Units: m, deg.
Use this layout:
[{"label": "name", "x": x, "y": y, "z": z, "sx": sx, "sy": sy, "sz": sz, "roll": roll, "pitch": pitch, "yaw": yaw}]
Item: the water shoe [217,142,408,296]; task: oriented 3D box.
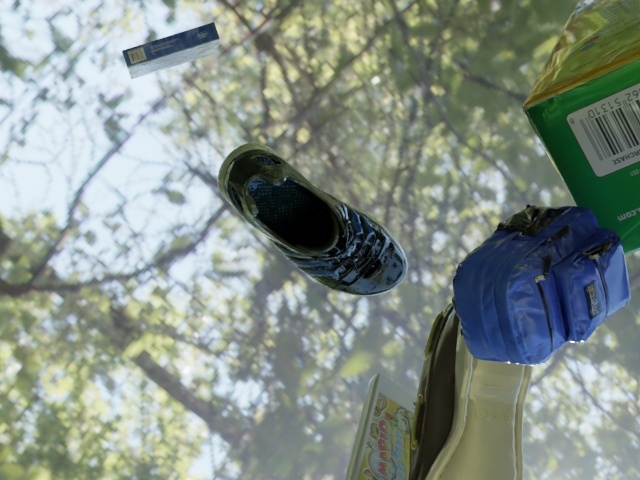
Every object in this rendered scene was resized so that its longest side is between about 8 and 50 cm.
[{"label": "water shoe", "x": 0.000, "y": 0.000, "z": 0.995, "sx": 0.073, "sy": 0.203, "sz": 0.080, "roll": -52, "pitch": -148, "yaw": 9}]

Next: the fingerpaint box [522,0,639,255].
[{"label": "fingerpaint box", "x": 0.431, "y": -0.193, "z": 1.044, "sx": 0.445, "sy": 0.163, "sz": 0.371, "roll": -24, "pitch": -165, "yaw": 27}]

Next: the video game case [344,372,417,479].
[{"label": "video game case", "x": 0.125, "y": 0.286, "z": 1.405, "sx": 0.026, "sy": 0.206, "sz": 0.227, "roll": -47, "pitch": -164, "yaw": 40}]

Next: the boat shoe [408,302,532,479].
[{"label": "boat shoe", "x": 0.147, "y": 0.214, "z": 1.300, "sx": 0.097, "sy": 0.117, "sz": 0.324, "roll": -13, "pitch": -115, "yaw": 63}]

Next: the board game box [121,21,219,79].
[{"label": "board game box", "x": -0.143, "y": -0.180, "z": 1.173, "sx": 0.090, "sy": 0.020, "sz": 0.090, "roll": -18, "pitch": -178, "yaw": -6}]

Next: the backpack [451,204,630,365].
[{"label": "backpack", "x": 0.160, "y": 0.033, "z": 0.900, "sx": 0.120, "sy": 0.098, "sz": 0.101, "roll": -29, "pitch": -161, "yaw": -36}]
